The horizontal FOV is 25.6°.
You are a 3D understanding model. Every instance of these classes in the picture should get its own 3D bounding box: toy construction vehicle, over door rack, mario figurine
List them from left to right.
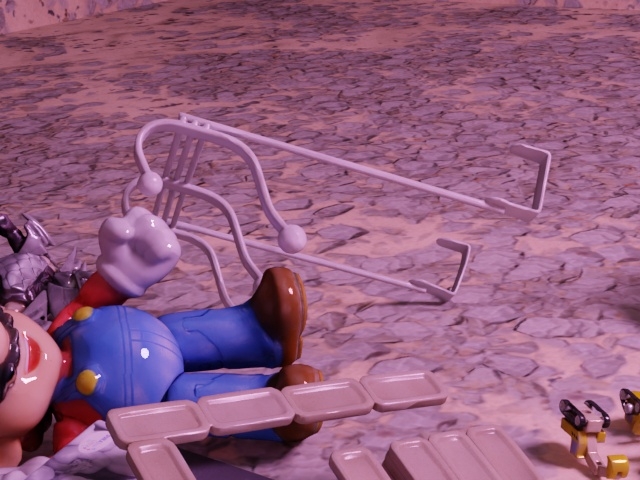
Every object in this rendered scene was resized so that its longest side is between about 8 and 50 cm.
[{"bbox_3d":[-0.159,0.084,0.963,0.320,0.170,0.198,-5,19,-12],"label":"mario figurine"},{"bbox_3d":[0.000,0.000,1.145,0.324,0.108,0.239,5,-20,-12],"label":"over door rack"},{"bbox_3d":[0.211,0.135,0.966,0.085,0.035,0.098,3,17,-19],"label":"toy construction vehicle"}]

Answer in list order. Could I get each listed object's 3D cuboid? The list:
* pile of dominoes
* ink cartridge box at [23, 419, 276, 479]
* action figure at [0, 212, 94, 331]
[{"bbox_3d":[0.021,0.161,0.820,0.251,0.040,0.196,-4,37,-31],"label":"pile of dominoes"},{"bbox_3d":[-0.087,0.185,0.770,0.208,0.045,0.206,16,23,17],"label":"ink cartridge box"},{"bbox_3d":[-0.329,0.035,1.270,0.285,0.099,0.185,3,13,10],"label":"action figure"}]
